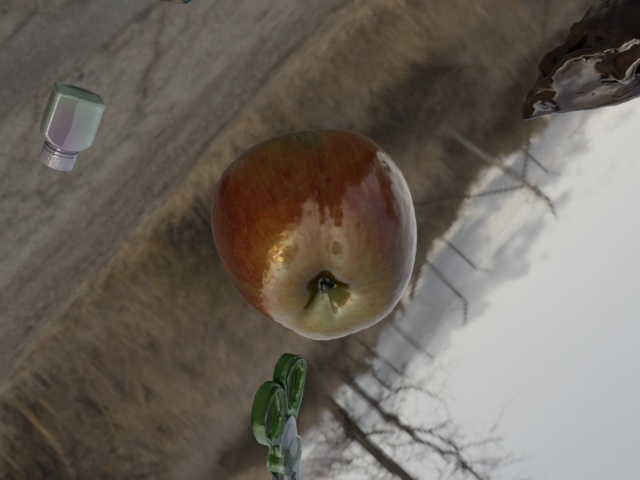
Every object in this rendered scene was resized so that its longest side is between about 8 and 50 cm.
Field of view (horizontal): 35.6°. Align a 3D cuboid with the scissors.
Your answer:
[{"bbox_3d":[-0.036,0.216,1.022,0.101,0.027,0.204,-51,145,-50],"label":"scissors"}]

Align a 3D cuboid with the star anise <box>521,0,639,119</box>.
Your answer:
[{"bbox_3d":[0.148,-0.079,0.298,0.053,0.157,0.212,7,148,-38],"label":"star anise"}]

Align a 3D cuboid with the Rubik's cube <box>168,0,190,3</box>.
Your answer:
[{"bbox_3d":[-0.148,-0.293,0.997,0.093,0.111,0.111,-3,161,-18],"label":"Rubik's cube"}]

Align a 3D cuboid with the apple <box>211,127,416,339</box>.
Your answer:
[{"bbox_3d":[0.000,0.000,1.350,0.277,0.250,0.309,-25,155,32],"label":"apple"}]

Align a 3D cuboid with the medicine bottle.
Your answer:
[{"bbox_3d":[-0.373,-0.166,1.471,0.118,0.074,0.055,-67,-150,18],"label":"medicine bottle"}]
